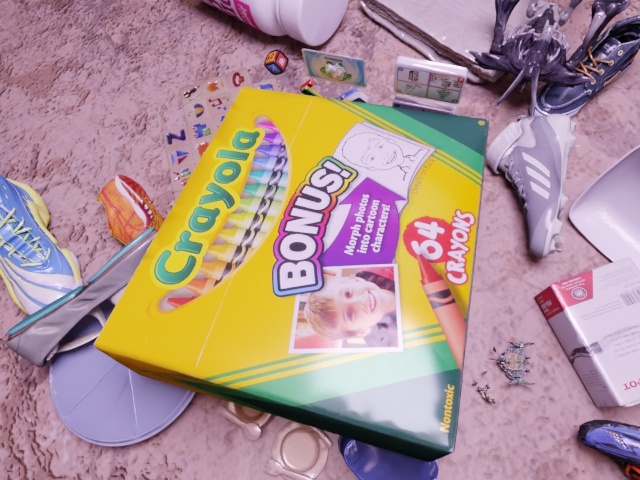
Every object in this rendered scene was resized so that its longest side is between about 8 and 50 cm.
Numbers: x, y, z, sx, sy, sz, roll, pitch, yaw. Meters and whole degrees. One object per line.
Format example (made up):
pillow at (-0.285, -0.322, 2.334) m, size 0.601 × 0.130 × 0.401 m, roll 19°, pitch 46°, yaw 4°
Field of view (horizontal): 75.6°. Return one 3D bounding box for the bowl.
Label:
bowl at (0.384, -0.032, 0.468) m, size 0.053 × 0.142 × 0.142 m, roll -26°, pitch 65°, yaw -30°

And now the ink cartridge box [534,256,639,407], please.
ink cartridge box at (0.322, 0.101, 0.454) m, size 0.099 × 0.056 × 0.135 m, roll -18°, pitch 66°, yaw -2°

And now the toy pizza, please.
toy pizza at (-0.233, 0.141, 0.509) m, size 0.201 × 0.032 × 0.201 m, roll -3°, pitch 68°, yaw 6°

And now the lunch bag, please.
lunch bag at (0.063, 0.219, 0.426) m, size 0.067 × 0.065 × 0.098 m, roll -41°, pitch 79°, yaw -15°

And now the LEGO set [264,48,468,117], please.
LEGO set at (0.055, -0.194, 0.539) m, size 0.244 × 0.182 × 0.060 m, roll 15°, pitch 76°, yaw 12°

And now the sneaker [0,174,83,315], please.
sneaker at (-0.406, 0.000, 0.535) m, size 0.091 × 0.126 × 0.240 m, roll -37°, pitch 68°, yaw -10°

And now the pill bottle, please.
pill bottle at (-0.101, -0.439, 0.672) m, size 0.283 × 0.160 × 0.160 m, roll 34°, pitch 74°, yaw 18°

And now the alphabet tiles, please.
alphabet tiles at (-0.146, -0.168, 0.645) m, size 0.198 × 0.009 × 0.237 m, roll -18°, pitch 66°, yaw -1°

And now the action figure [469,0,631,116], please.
action figure at (0.301, -0.310, 0.540) m, size 0.164 × 0.141 × 0.276 m, roll 18°, pitch 74°, yaw 18°

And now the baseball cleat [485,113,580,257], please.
baseball cleat at (0.268, -0.075, 0.539) m, size 0.109 × 0.072 × 0.206 m, roll 10°, pitch 65°, yaw 27°

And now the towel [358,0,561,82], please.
towel at (0.222, -0.378, 0.674) m, size 0.187 × 0.049 × 0.282 m, roll -40°, pitch 70°, yaw -13°

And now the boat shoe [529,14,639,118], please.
boat shoe at (0.377, -0.242, 0.580) m, size 0.183 × 0.083 × 0.065 m, roll -37°, pitch 68°, yaw -10°

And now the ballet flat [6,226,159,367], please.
ballet flat at (-0.262, 0.070, 0.492) m, size 0.213 × 0.072 × 0.068 m, roll -37°, pitch 106°, yaw -4°

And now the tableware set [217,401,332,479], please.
tableware set at (-0.028, 0.179, 0.478) m, size 0.141 × 0.020 × 0.169 m, roll 31°, pitch 73°, yaw 17°

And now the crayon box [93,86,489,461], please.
crayon box at (0.000, 0.000, 0.457) m, size 0.313 × 0.106 × 0.363 m, roll 12°, pitch 59°, yaw 11°

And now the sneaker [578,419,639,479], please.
sneaker at (0.349, 0.248, 0.379) m, size 0.221 × 0.083 × 0.087 m, roll 32°, pitch 79°, yaw 20°

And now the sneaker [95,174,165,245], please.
sneaker at (-0.252, -0.014, 0.571) m, size 0.067 × 0.064 × 0.175 m, roll -44°, pitch 64°, yaw 11°

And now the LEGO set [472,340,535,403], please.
LEGO set at (0.211, 0.146, 0.470) m, size 0.083 × 0.023 × 0.054 m, roll -29°, pitch 64°, yaw 8°
